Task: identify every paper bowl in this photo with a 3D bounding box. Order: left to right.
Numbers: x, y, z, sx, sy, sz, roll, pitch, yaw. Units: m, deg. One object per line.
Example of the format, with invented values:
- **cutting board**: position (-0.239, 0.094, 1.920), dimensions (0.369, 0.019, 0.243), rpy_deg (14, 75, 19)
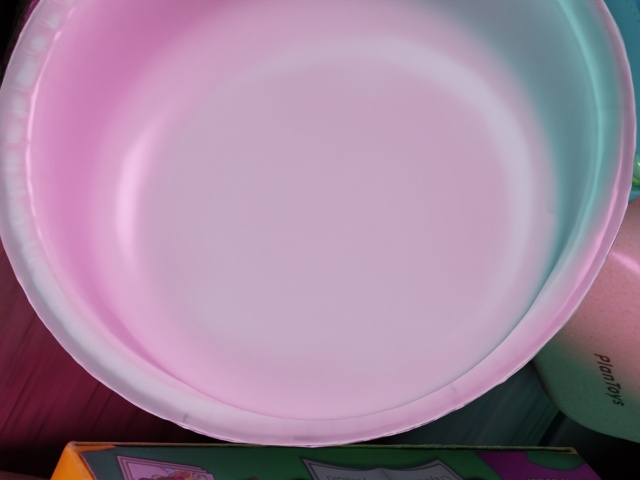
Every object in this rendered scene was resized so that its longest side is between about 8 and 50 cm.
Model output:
- **paper bowl**: position (-0.002, -0.037, 0.754), dimensions (0.284, 0.148, 0.284), rpy_deg (-2, 115, -5)

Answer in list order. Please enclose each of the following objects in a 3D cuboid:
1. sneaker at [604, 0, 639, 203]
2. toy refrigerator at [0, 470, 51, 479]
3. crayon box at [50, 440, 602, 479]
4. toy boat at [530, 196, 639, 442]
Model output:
- **sneaker**: position (0.193, -0.049, 0.869), dimensions (0.127, 0.319, 0.208), rpy_deg (-19, 148, -51)
- **toy refrigerator**: position (-0.117, 0.201, 0.977), dimensions (0.269, 0.102, 0.094), rpy_deg (19, 111, -44)
- **crayon box**: position (-0.024, 0.262, 0.944), dimensions (0.363, 0.106, 0.313), rpy_deg (6, 118, -41)
- **toy boat**: position (0.208, 0.021, 1.067), dimensions (0.151, 0.151, 0.231), rpy_deg (-61, 145, -25)
